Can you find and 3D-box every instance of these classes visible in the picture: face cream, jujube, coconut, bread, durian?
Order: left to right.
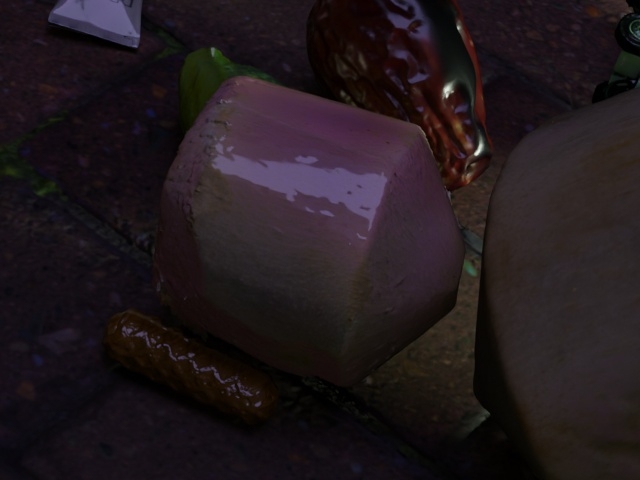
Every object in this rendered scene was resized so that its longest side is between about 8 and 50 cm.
[{"bbox_3d":[-0.210,-0.289,1.926,0.092,0.058,0.244,14,48,-7],"label":"face cream"},{"bbox_3d":[-0.106,0.102,1.544,0.157,0.044,0.052,25,37,9],"label":"bread"},{"bbox_3d":[-0.037,-0.084,1.719,0.250,0.101,0.139,39,47,24],"label":"durian"},{"bbox_3d":[0.000,0.000,1.553,0.245,0.233,0.233,22,43,8],"label":"coconut"},{"bbox_3d":[0.084,-0.152,1.794,0.168,0.168,0.236,-19,69,-31],"label":"jujube"},{"bbox_3d":[0.294,0.062,1.468,0.344,0.415,0.415,19,30,-47],"label":"coconut"}]

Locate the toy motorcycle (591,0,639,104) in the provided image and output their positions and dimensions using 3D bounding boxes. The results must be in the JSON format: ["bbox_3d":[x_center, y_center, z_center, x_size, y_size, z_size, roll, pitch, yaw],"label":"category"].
[{"bbox_3d":[0.386,-0.168,1.922,0.196,0.125,0.331,18,38,5],"label":"toy motorcycle"}]
